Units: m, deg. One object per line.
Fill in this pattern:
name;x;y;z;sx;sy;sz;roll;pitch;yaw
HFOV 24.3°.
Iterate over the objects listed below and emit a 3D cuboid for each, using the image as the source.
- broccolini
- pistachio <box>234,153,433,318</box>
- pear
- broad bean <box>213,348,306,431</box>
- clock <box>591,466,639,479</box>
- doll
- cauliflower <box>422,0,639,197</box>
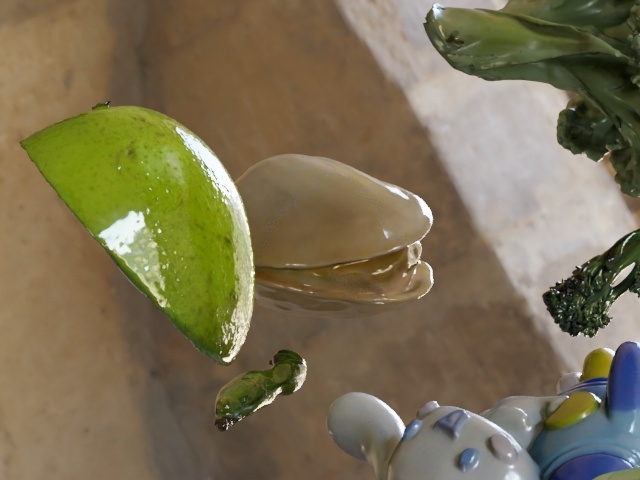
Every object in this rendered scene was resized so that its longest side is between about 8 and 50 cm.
broccolini;0.400;-0.021;1.537;0.392;0.074;0.079;-36;-4;21
pistachio;0.000;0.000;2.024;0.321;0.229;0.238;8;30;22
pear;-0.132;0.001;1.437;0.139;0.239;0.288;-33;-29;3
broad bean;-0.075;0.178;1.794;0.070;0.048;0.213;-1;14;25
clock;0.286;0.356;1.211;0.096;0.308;0.235;-18;18;35
doll;0.213;0.207;1.447;0.366;0.376;0.187;-16;-49;-15
cauliflower;0.284;-0.190;1.429;0.281;0.260;0.327;-10;50;33
